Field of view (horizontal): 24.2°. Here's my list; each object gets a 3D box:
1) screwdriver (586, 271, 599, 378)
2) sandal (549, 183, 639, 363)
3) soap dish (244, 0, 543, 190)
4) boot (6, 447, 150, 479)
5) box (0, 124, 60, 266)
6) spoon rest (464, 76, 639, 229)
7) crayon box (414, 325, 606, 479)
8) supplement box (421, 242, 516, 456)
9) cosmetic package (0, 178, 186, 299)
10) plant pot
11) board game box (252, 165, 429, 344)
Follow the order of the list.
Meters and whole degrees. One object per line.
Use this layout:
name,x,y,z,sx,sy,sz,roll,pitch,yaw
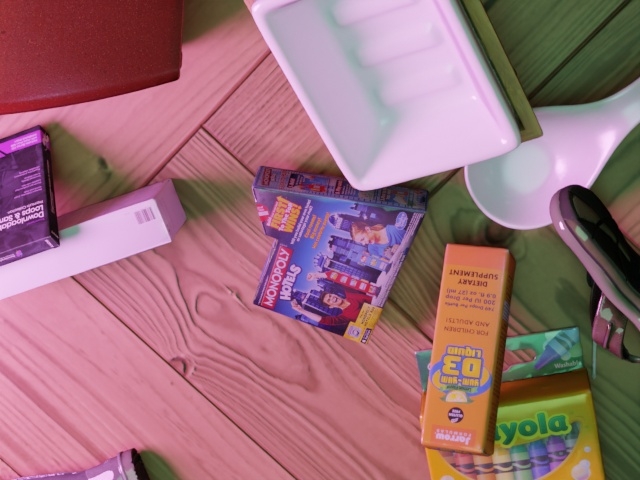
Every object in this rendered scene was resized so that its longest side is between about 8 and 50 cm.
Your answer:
screwdriver,0.322,0.086,1.745,0.024,0.025,0.169,0,105,6
sandal,0.332,0.067,1.683,0.086,0.120,0.302,-29,109,24
soap dish,0.079,-0.204,1.583,0.229,0.118,0.291,-15,126,24
boot,-0.301,0.365,1.867,0.209,0.076,0.189,-20,89,4
box,-0.363,-0.047,1.724,0.116,0.029,0.162,-19,58,10
spoon rest,0.285,-0.119,1.659,0.276,0.084,0.137,-37,99,14
crayon box,0.236,0.279,1.779,0.203,0.083,0.322,-10,104,9
supplement box,0.169,0.125,1.695,0.078,0.080,0.233,5,83,13
cosmetic package,-0.282,0.002,1.748,0.239,0.099,0.060,-18,106,11
plant pot,-0.264,-0.279,1.596,0.236,0.267,0.267,2,107,-9
board game box,0.000,0.000,1.726,0.194,0.060,0.194,21,118,-3
